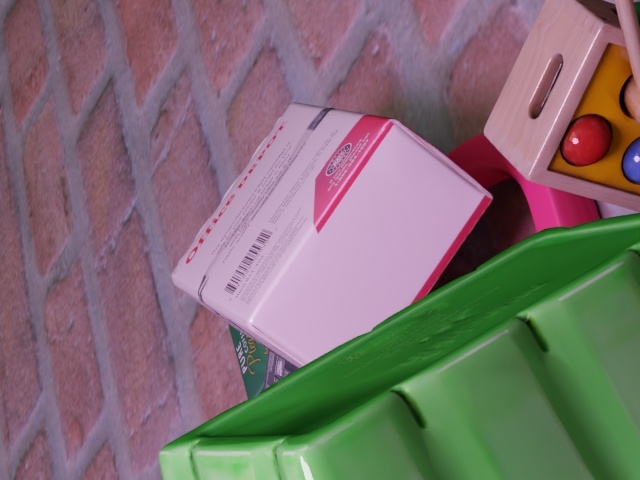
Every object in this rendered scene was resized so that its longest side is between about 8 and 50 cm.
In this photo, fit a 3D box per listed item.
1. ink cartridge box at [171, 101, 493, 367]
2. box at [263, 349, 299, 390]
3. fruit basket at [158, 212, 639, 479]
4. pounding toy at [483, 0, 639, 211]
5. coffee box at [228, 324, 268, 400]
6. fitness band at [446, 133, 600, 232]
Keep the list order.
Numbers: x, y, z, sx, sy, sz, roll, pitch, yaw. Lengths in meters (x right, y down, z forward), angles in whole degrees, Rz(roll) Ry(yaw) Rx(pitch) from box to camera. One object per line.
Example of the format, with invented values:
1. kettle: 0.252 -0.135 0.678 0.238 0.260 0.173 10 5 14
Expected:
1. ink cartridge box: 0.000 0.000 1.342 0.172 0.100 0.237 -55 18 -5
2. box: -0.001 0.199 1.402 0.183 0.059 0.233 -162 76 -73
3. fruit basket: 0.125 0.206 1.001 0.283 0.392 0.392 -11 68 61
4. pounding toy: 0.186 -0.097 1.170 0.141 0.130 0.100 -66 30 19
5. coffee box: -0.015 0.045 1.575 0.184 0.040 0.113 -59 32 29
6. fitness band: 0.127 0.061 1.302 0.209 0.054 0.291 -47 40 39
